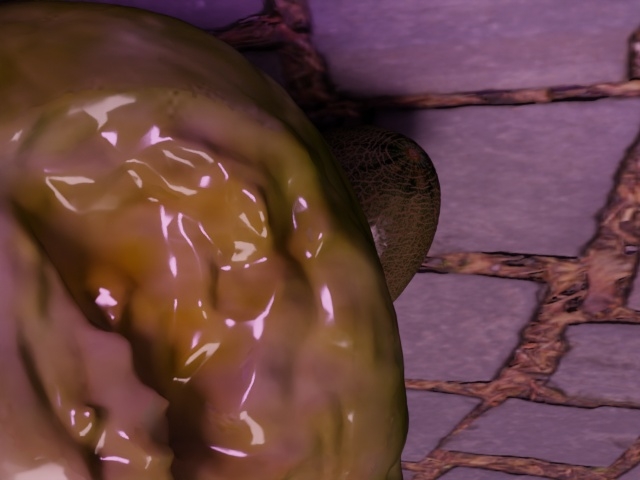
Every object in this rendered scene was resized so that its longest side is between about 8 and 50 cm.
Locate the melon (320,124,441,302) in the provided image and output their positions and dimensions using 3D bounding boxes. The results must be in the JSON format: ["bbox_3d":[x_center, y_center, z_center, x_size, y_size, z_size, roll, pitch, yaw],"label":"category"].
[{"bbox_3d":[0.000,0.000,0.786,0.099,0.099,0.162,18,143,-29],"label":"melon"}]

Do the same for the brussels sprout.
[{"bbox_3d":[-0.124,0.062,0.664,0.344,0.344,0.268,-28,163,37],"label":"brussels sprout"}]
